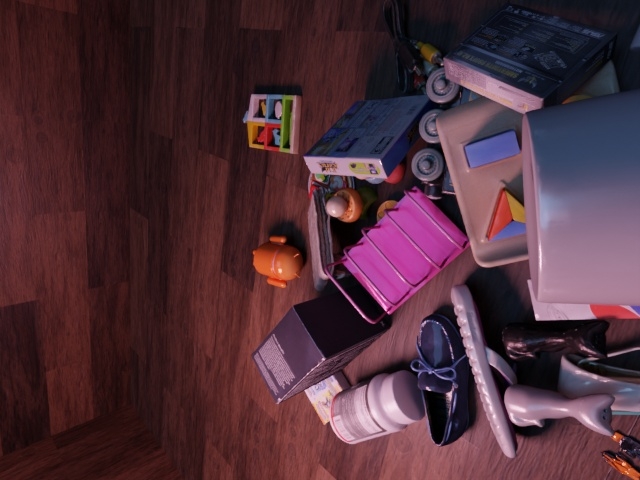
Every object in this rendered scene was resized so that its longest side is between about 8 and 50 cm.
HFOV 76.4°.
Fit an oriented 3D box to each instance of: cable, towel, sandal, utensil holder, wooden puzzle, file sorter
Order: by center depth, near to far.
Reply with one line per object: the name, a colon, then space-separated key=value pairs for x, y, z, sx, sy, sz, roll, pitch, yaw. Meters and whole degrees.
utensil holder: x=0.507 y=-0.060 z=0.571 sx=0.385 sy=0.327 sz=0.327 roll=-5 pitch=95 yaw=24
wooden puzzle: x=0.425 y=-0.142 z=0.796 sx=0.322 sy=0.080 sz=0.348 roll=-16 pitch=92 yaw=24
sandal: x=0.412 y=0.301 z=0.959 sx=0.102 sy=0.169 sz=0.416 roll=-17 pitch=86 yaw=12
file sorter: x=0.187 y=0.036 z=1.005 sx=0.202 sy=0.182 sz=0.291 roll=48 pitch=111 yaw=12
cable: x=0.225 y=-0.499 z=1.053 sx=0.139 sy=0.072 sz=0.287 roll=118 pitch=139 yaw=-58
towel: x=0.000 y=0.000 z=1.233 sx=0.187 sy=0.049 sz=0.282 roll=106 pitch=160 yaw=-68

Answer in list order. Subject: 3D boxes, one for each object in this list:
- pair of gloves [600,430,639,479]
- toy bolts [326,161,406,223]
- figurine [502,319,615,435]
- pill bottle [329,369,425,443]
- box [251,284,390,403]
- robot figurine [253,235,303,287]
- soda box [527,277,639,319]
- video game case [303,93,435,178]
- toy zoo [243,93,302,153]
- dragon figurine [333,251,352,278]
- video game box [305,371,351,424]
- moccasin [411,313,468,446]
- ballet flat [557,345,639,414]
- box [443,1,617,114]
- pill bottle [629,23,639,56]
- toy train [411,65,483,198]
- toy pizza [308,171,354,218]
pair of gloves: x=0.635 y=0.447 z=0.846 sx=0.074 sy=0.010 sz=0.083 roll=30 pitch=115 yaw=39
toy bolts: x=0.138 y=-0.126 z=1.116 sx=0.218 sy=0.158 sz=0.228 roll=38 pitch=122 yaw=33
figurine: x=0.476 y=0.267 z=0.809 sx=0.209 sy=0.092 sz=0.215 roll=149 pitch=131 yaw=-61
pill bottle: x=0.167 y=0.492 z=1.206 sx=0.283 sy=0.161 sz=0.161 roll=-41 pitch=69 yaw=40
box: x=-0.002 y=0.307 z=1.243 sx=0.183 sy=0.296 sz=0.294 roll=56 pitch=130 yaw=22
robot figurine: x=-0.151 y=0.075 z=1.462 sx=0.219 sy=0.128 sz=0.158 roll=9 pitch=64 yaw=43
soda box: x=0.568 y=0.096 z=0.783 sx=0.286 sy=0.098 sz=0.091 roll=-13 pitch=89 yaw=44
video game case: x=0.128 y=-0.269 z=1.041 sx=0.244 sy=0.269 sz=0.061 roll=13 pitch=144 yaw=41
toy zoo: x=-0.182 y=-0.424 z=1.462 sx=0.293 sy=0.030 sz=0.192 roll=18 pitch=110 yaw=41
dragon figurine: x=0.132 y=0.071 z=1.211 sx=0.289 sy=0.144 sz=0.085 roll=-3 pitch=95 yaw=25
video game box: x=0.017 y=0.517 z=1.439 sx=0.205 sy=0.048 sz=0.187 roll=55 pitch=133 yaw=22
moccasin: x=0.321 y=0.369 z=1.062 sx=0.137 sy=0.117 sz=0.342 roll=-13 pitch=89 yaw=45
ballet flat: x=0.637 y=0.258 z=0.734 sx=0.400 sy=0.139 sz=0.139 roll=-16 pitch=86 yaw=48
box: x=0.384 y=-0.346 z=0.771 sx=0.183 sy=0.056 sz=0.231 roll=-42 pitch=54 yaw=-4
pill bottle: x=0.617 y=-0.447 z=0.541 sx=0.224 sy=0.224 sz=0.392 roll=32 pitch=119 yaw=36
toy train: x=0.331 y=-0.252 z=0.931 sx=0.190 sy=0.142 sz=0.334 roll=15 pitch=106 yaw=28
toy pizza: x=0.026 y=-0.169 z=1.306 sx=0.201 sy=0.032 sz=0.201 roll=10 pitch=105 yaw=43
